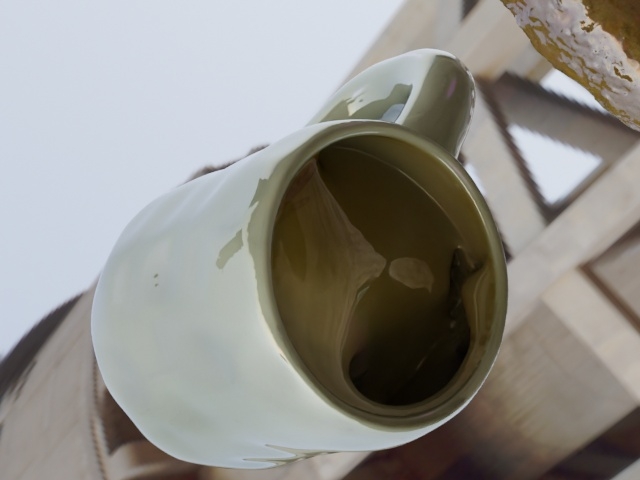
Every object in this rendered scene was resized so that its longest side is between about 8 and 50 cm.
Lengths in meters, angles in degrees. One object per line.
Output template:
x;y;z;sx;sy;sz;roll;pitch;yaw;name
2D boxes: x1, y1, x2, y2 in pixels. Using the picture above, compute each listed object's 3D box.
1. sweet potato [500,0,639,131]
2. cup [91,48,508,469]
0.104;-0.113;0.581;0.206;0.068;0.060;42;-162;4;sweet potato
-0.017;-0.002;0.780;0.173;0.202;0.255;15;-110;-31;cup
